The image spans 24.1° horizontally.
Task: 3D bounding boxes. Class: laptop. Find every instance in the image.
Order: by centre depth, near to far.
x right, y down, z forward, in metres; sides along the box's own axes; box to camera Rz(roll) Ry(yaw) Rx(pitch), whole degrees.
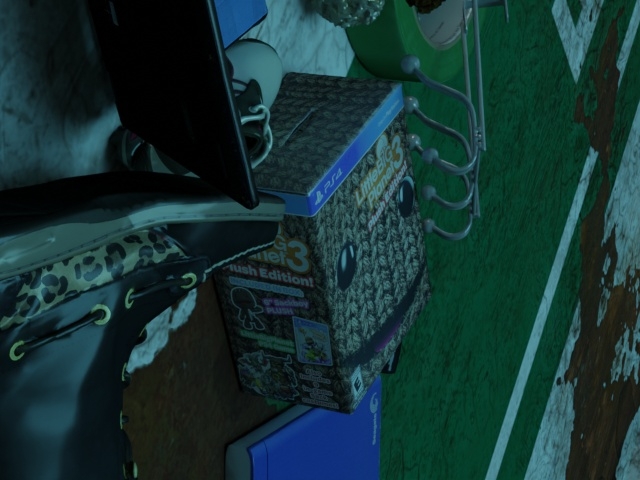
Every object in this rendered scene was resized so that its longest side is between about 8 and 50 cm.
[{"bbox_3d":[-0.091,-0.293,1.278,0.236,0.408,0.382,-24,119,-21],"label":"laptop"}]

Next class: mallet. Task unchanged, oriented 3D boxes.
[{"bbox_3d":[0.051,0.123,1.900,0.189,0.039,0.062,31,71,-57],"label":"mallet"}]

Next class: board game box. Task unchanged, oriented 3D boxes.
[{"bbox_3d":[0.000,0.000,1.645,0.232,0.141,0.291,-52,141,-44],"label":"board game box"}]

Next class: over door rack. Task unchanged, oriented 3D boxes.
[{"bbox_3d":[0.152,-0.190,1.720,0.239,0.108,0.324,80,19,-71],"label":"over door rack"}]

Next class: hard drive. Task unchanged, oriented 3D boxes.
[{"bbox_3d":[-0.015,0.297,1.809,0.318,0.040,0.210,-23,117,-59],"label":"hard drive"}]

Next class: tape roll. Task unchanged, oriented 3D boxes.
[{"bbox_3d":[0.126,-0.359,1.862,0.321,0.077,0.321,-24,118,-59],"label":"tape roll"}]

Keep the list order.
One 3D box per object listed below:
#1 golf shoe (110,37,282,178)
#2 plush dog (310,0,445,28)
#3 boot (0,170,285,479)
[{"bbox_3d":[-0.088,-0.111,1.472,0.273,0.120,0.105,-52,139,-46],"label":"golf shoe"},{"bbox_3d":[0.072,-0.363,1.591,0.210,0.225,0.262,9,90,-63],"label":"plush dog"},{"bbox_3d":[-0.175,0.096,1.222,0.377,0.138,0.284,-14,110,-54],"label":"boot"}]
